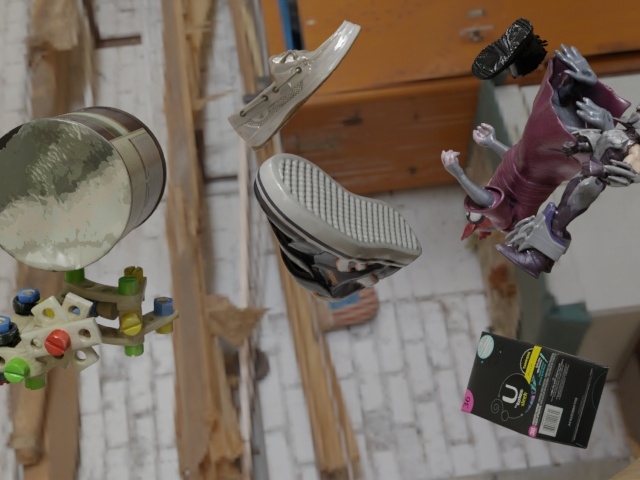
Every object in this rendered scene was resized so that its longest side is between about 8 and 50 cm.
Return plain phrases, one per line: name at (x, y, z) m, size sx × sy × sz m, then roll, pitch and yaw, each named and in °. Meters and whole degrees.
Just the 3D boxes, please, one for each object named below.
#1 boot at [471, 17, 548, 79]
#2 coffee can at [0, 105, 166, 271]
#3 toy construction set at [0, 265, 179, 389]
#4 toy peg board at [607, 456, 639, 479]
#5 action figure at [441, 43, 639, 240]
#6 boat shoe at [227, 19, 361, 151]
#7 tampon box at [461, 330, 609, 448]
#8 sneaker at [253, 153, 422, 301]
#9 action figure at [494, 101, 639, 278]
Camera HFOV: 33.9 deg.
boot at (0.288, -0.274, 1.588) m, size 0.045 × 0.121 × 0.099 m, roll 46°, pitch -175°, yaw 27°
coffee can at (-0.337, -0.081, 1.477) m, size 0.275 × 0.201 × 0.202 m, roll -86°, pitch -10°, yaw -80°
toy construction set at (-0.341, 0.125, 1.461) m, size 0.327 × 0.214 × 0.151 m, roll -37°, pitch -49°, yaw -80°
toy peg board at (0.475, 0.322, 1.352) m, size 0.160 × 0.161 × 0.079 m, roll -11°, pitch -95°, yaw -50°
action figure at (0.350, -0.115, 1.678) m, size 0.248 × 0.275 × 0.370 m, roll -47°, pitch -12°, yaw -47°
boat shoe at (-0.048, -0.276, 1.763) m, size 0.096 × 0.277 × 0.098 m, roll 43°, pitch -171°, yaw -5°
tampon box at (0.293, 0.205, 1.455) m, size 0.161 × 0.101 × 0.121 m, roll 10°, pitch 83°, yaw 59°
sneaker at (0.000, 0.000, 1.254) m, size 0.321 × 0.127 × 0.126 m, roll 24°, pitch -144°, yaw -55°
action figure at (0.359, -0.078, 1.410) m, size 0.285 × 0.099 × 0.185 m, roll -52°, pitch 2°, yaw 15°
